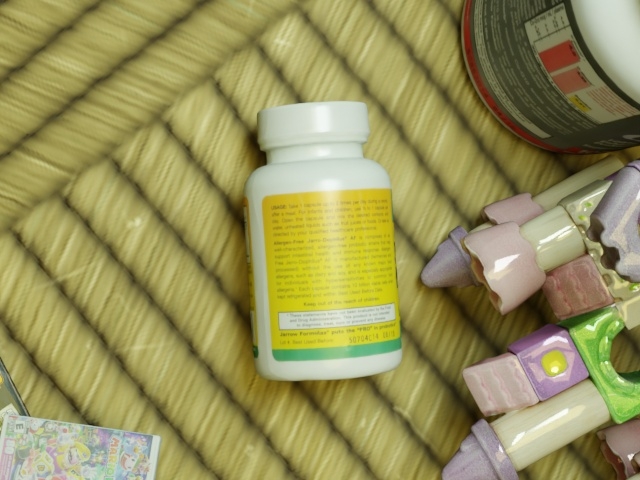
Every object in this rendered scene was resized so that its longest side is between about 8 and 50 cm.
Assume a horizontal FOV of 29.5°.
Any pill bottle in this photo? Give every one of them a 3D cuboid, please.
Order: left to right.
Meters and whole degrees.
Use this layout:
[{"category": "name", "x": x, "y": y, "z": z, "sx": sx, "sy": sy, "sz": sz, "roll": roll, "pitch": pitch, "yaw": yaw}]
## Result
[{"category": "pill bottle", "x": 0.000, "y": 0.000, "z": 0.950, "sx": 0.118, "sy": 0.117, "sz": 0.208, "roll": -4, "pitch": 90, "yaw": -11}, {"category": "pill bottle", "x": 0.250, "y": -0.177, "z": 0.875, "sx": 0.210, "sy": 0.363, "sz": 0.210, "roll": 0, "pitch": 90, "yaw": -11}]

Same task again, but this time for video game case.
[{"category": "video game case", "x": -0.186, "y": 0.182, "z": 0.914, "sx": 0.122, "sy": 0.011, "sz": 0.087, "roll": 7, "pitch": 79, "yaw": 5}]

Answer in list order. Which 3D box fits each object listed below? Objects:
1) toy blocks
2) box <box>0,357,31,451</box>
[{"category": "toy blocks", "x": 0.194, "y": 0.105, "z": 0.893, "sx": 0.260, "sy": 0.309, "sz": 0.288, "roll": -28, "pitch": 94, "yaw": -2}, {"category": "box", "x": -0.280, "y": 0.134, "z": 0.939, "sx": 0.094, "sy": 0.027, "sz": 0.137, "roll": -27, "pitch": 94, "yaw": -11}]
